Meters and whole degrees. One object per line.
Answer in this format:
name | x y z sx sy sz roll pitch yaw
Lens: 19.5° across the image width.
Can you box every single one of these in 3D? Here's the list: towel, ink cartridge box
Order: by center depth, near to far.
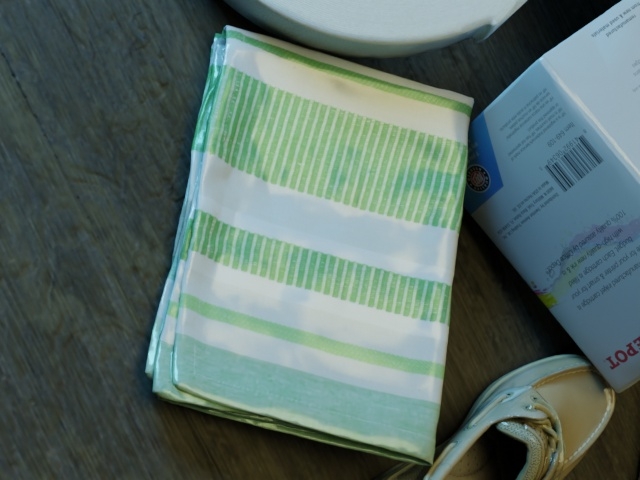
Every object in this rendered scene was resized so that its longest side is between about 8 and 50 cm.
towel | 0.000 0.000 1.517 0.248 0.038 0.325 15 68 -16
ink cartridge box | 0.282 -0.048 1.629 0.197 0.198 0.270 -36 85 -37

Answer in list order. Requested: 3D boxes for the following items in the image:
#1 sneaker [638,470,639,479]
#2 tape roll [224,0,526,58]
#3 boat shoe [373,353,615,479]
sneaker | 0.346 0.203 1.726 0.084 0.058 0.152 23 69 -22
tape roll | 0.046 -0.345 1.568 0.392 0.072 0.392 1 83 -12
boat shoe | 0.164 0.183 1.579 0.302 0.098 0.109 -28 94 -37
